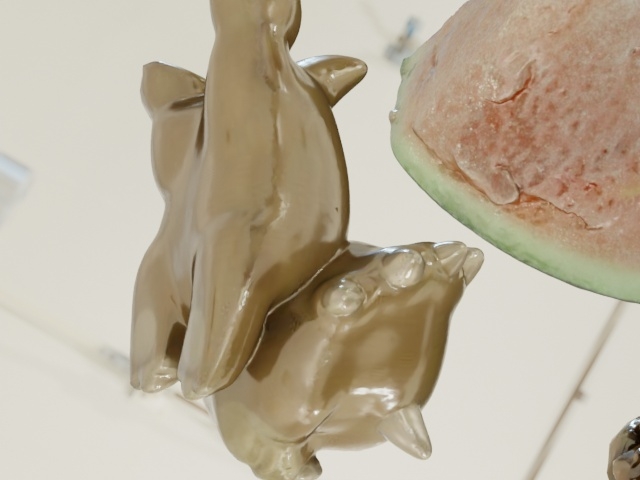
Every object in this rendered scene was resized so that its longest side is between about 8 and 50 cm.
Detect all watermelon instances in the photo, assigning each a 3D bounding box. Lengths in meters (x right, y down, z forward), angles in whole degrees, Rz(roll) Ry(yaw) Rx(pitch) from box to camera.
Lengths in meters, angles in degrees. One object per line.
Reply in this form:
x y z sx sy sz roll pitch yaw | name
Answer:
0.204 -0.130 1.322 0.250 0.283 0.292 -83 -173 -76 | watermelon

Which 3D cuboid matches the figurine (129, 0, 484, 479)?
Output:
-0.002 0.005 1.027 0.177 0.173 0.247 -42 -134 53 | figurine

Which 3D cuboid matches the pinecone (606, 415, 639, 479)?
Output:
0.399 0.223 1.331 0.384 0.384 0.384 -59 174 -10 | pinecone
